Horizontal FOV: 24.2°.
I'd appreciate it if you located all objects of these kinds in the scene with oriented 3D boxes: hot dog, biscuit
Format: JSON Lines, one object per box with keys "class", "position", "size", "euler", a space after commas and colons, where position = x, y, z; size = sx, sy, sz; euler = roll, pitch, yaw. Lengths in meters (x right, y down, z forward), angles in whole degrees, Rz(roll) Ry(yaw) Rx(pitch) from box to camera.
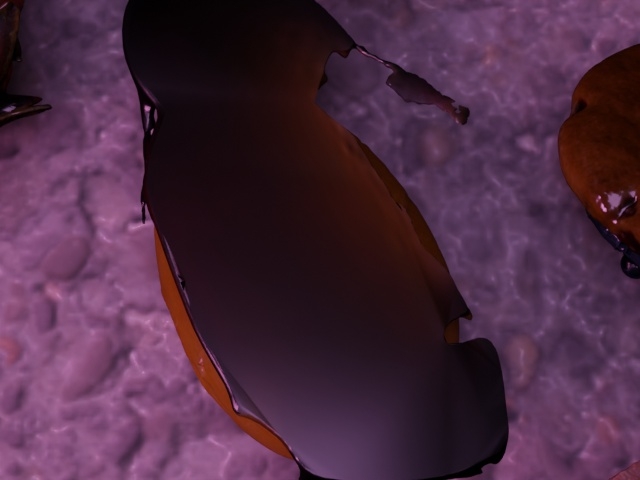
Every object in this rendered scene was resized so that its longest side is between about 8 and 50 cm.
{"class": "hot dog", "position": [-0.005, 0.003, 0.877], "size": [0.194, 0.107, 0.326], "euler": [-6, 65, -8]}
{"class": "biscuit", "position": [0.244, -0.053, 0.861], "size": [0.212, 0.036, 0.212], "euler": [0, 45, 0]}

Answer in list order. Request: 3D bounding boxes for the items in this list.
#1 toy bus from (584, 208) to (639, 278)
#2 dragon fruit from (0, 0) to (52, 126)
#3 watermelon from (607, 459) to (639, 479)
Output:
{"class": "toy bus", "position": [0.232, 0.018, 0.883], "size": [0.065, 0.047, 0.166], "euler": [-42, 76, -11]}
{"class": "dragon fruit", "position": [-0.275, -0.129, 0.885], "size": [0.193, 0.192, 0.274], "euler": [17, 99, 40]}
{"class": "watermelon", "position": [0.185, 0.204, 0.761], "size": [0.232, 0.193, 0.310], "euler": [4, 75, 4]}
